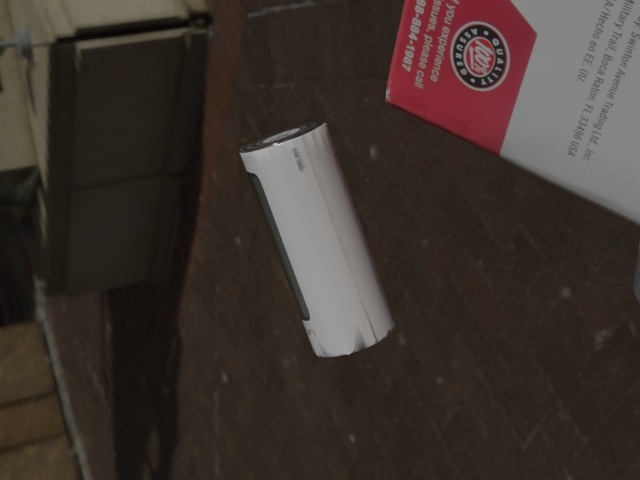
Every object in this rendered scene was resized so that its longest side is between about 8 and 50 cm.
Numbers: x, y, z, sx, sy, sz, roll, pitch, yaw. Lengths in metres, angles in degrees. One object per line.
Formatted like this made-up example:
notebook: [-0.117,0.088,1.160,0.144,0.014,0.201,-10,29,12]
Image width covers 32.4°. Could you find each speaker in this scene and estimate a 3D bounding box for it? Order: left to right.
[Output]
speaker: [0.000,0.000,0.663,0.055,0.055,0.136,10,123,65]

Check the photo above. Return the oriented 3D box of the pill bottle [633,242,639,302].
pill bottle: [0.426,-0.114,1.051,0.224,0.224,0.392,-36,35,65]

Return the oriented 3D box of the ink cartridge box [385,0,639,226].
ink cartridge box: [0.255,-0.133,0.578,0.385,0.160,0.279,29,137,17]
